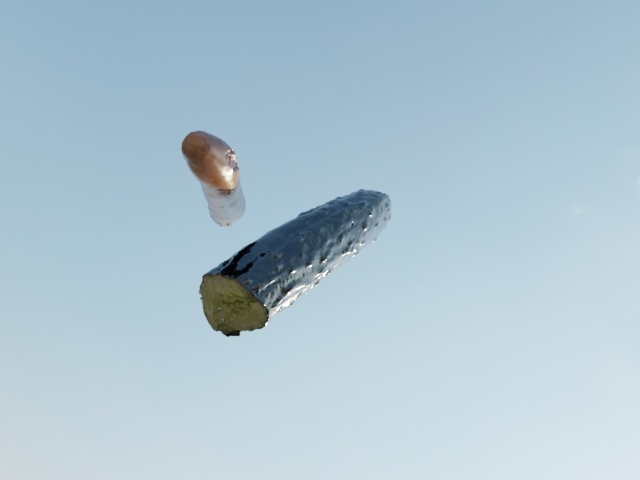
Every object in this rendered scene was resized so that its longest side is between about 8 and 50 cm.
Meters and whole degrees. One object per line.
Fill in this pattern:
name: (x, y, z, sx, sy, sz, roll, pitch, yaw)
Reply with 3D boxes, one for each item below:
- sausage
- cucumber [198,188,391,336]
sausage: (-0.091, -0.050, 0.541, 0.043, 0.043, 0.186, 40, -13, 7)
cucumber: (0.000, 0.000, 0.635, 0.072, 0.303, 0.081, 40, -48, 15)
